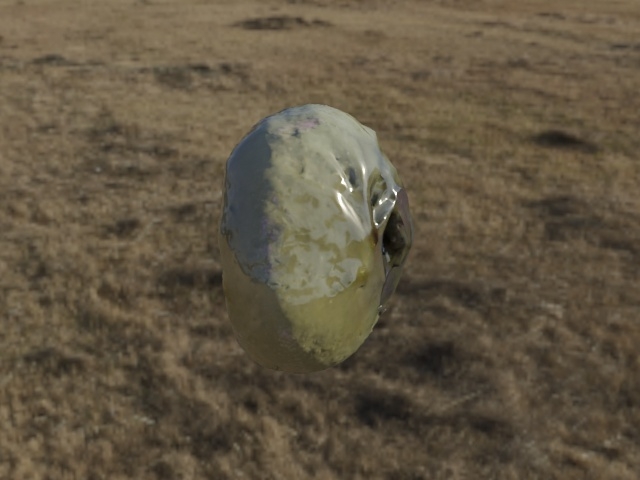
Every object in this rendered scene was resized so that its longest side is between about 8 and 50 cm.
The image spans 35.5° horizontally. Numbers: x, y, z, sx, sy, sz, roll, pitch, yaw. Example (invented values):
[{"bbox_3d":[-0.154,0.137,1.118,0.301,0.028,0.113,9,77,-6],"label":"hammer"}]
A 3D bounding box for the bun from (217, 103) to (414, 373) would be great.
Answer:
[{"bbox_3d":[-0.001,-0.004,0.978,0.168,0.273,0.273,-1,17,19],"label":"bun"}]
